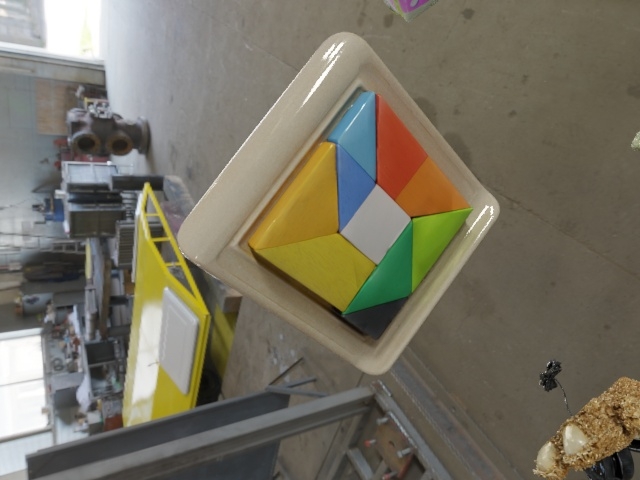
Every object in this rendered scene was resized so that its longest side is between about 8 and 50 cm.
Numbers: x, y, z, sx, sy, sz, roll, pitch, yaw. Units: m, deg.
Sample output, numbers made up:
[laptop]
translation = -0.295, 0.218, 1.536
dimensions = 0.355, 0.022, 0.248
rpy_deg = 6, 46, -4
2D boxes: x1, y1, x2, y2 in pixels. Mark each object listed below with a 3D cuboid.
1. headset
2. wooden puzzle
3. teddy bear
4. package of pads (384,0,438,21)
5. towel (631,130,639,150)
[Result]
[headset]
translation = 0.702, 0.454, 1.053
dimensions = 0.394, 0.244, 0.185
rpy_deg = 41, 151, 43
[wooden puzzle]
translation = 0.038, -0.016, 0.389
dimensions = 0.220, 0.239, 0.044
rpy_deg = -53, 26, -4
[teddy bear]
translation = 0.582, 0.397, 0.919
dimensions = 0.113, 0.338, 0.245
rpy_deg = 49, 123, 37
[package of pads]
translation = 0.160, -0.533, 0.700
dimensions = 0.229, 0.296, 0.101
rpy_deg = -32, 49, 9
[towel]
translation = 0.522, -0.175, 0.616
dimensions = 0.148, 0.027, 0.110
rpy_deg = -55, 34, 12
